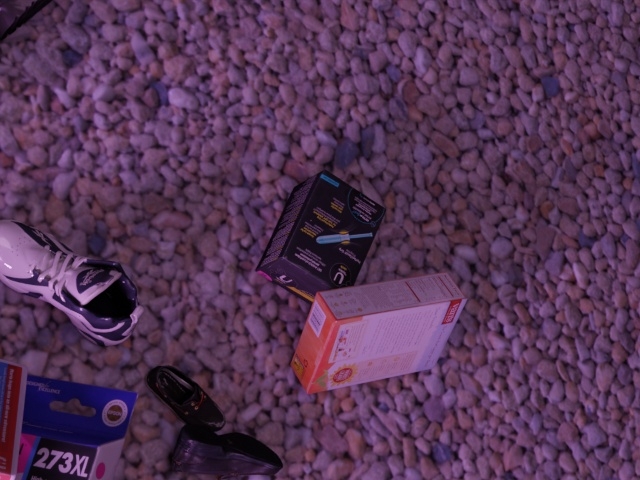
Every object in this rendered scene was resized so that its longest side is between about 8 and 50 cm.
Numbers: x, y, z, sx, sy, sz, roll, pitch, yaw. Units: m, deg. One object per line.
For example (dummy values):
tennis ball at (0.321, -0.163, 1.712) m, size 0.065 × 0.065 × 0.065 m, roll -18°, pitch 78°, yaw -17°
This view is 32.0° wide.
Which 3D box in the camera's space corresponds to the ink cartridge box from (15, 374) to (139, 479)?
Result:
ink cartridge box at (-0.358, 0.338, 1.345) m, size 0.069 × 0.176 × 0.371 m, roll 59°, pitch 41°, yaw -58°

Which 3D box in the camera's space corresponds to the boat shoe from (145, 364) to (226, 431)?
boat shoe at (-0.182, 0.221, 1.543) m, size 0.133 × 0.042 × 0.049 m, roll 41°, pitch 59°, yaw -15°

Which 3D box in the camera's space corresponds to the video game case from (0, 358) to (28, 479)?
video game case at (-0.493, 0.183, 1.311) m, size 0.285 × 0.025 × 0.204 m, roll 18°, pitch 28°, yaw -20°

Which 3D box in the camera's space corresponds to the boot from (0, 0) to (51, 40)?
boot at (-0.421, -0.473, 1.544) m, size 0.260 × 0.131 × 0.348 m, roll 47°, pitch 61°, yaw -10°

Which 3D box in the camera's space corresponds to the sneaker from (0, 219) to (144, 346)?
sneaker at (-0.324, 0.043, 1.446) m, size 0.235 × 0.153 × 0.094 m, roll 46°, pitch 58°, yaw -11°

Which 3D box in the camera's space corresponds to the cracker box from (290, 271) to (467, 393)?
cracker box at (0.085, 0.135, 1.643) m, size 0.232 × 0.155 × 0.067 m, roll -6°, pitch 45°, yaw -30°

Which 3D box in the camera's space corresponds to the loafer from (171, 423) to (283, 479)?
loafer at (-0.131, 0.303, 1.548) m, size 0.170 × 0.062 × 0.061 m, roll 21°, pitch 106°, yaw -30°

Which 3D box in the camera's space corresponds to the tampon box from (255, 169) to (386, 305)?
tampon box at (0.000, 0.000, 1.666) m, size 0.120 × 0.101 × 0.161 m, roll 33°, pitch 64°, yaw -17°
